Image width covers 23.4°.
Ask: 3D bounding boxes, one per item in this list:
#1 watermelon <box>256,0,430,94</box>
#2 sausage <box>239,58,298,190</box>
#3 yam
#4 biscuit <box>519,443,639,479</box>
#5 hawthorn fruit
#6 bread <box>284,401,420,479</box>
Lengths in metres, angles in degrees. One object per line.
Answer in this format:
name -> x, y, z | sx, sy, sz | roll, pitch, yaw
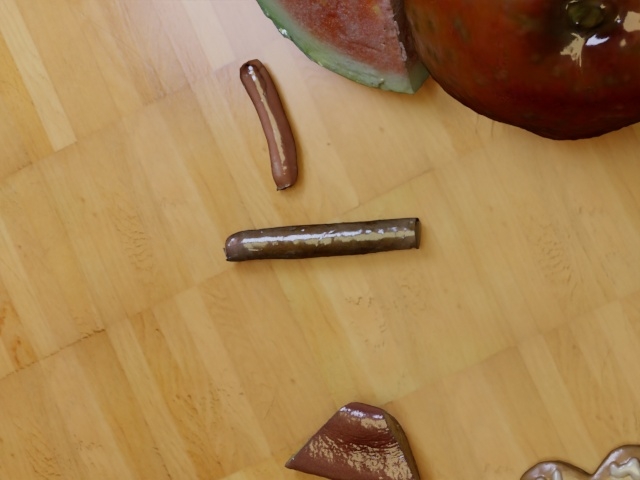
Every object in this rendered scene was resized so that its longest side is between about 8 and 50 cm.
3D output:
watermelon -> 0.034, -0.331, 1.925 | 0.310, 0.193, 0.231 | 47, 122, 16
sausage -> -0.066, -0.154, 2.037 | 0.047, 0.040, 0.176 | -20, 87, 11
yam -> 0.000, 0.000, 2.018 | 0.264, 0.046, 0.046 | -4, 89, 11
biscuit -> 0.387, 0.426, 1.930 | 0.216, 0.047, 0.339 | -16, 86, 13
hawthorn fruit -> 0.286, -0.292, 1.771 | 0.403, 0.403, 0.402 | 0, 90, 13
bread -> 0.056, 0.266, 1.993 | 0.192, 0.067, 0.119 | 14, 100, 14
